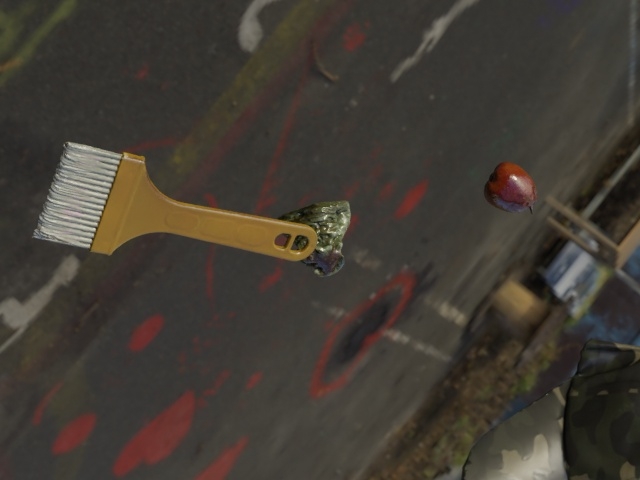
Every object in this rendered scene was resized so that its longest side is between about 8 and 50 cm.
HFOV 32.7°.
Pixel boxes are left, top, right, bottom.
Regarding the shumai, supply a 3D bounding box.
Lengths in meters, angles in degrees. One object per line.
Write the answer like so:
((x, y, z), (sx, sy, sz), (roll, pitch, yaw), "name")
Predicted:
((0.000, 0.000, 1.204), (0.083, 0.080, 0.082), (-13, 179, -21), "shumai")

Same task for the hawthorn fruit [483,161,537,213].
((0.328, -0.084, 1.857), (0.081, 0.093, 0.081), (-60, 180, 1), "hawthorn fruit")

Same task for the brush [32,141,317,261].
((-0.122, -0.019, 1.022), (0.272, 0.013, 0.103), (12, 115, -28), "brush")

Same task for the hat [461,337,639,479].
((0.428, 0.371, 1.675), (0.382, 0.366, 0.257), (-30, -174, -34), "hat")
